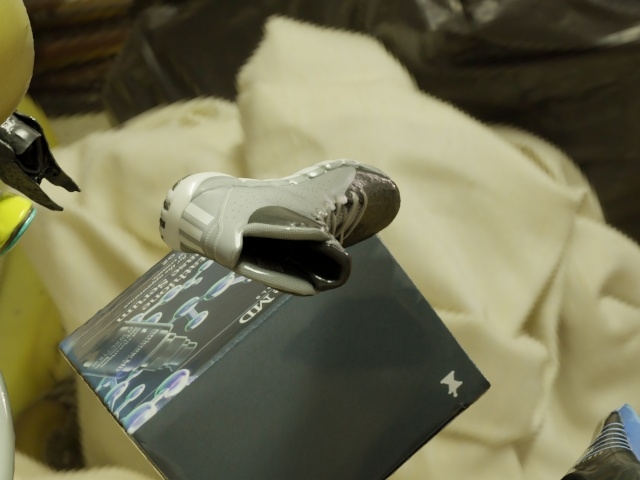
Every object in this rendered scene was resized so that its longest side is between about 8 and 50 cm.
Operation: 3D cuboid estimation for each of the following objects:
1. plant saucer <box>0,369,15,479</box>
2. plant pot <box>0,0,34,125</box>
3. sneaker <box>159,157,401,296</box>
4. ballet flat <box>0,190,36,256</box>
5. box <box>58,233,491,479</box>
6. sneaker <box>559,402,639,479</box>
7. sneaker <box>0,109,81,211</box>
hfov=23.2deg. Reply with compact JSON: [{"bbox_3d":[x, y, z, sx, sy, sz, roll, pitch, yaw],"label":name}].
[{"bbox_3d":[-0.362,0.122,0.793,0.400,0.100,0.400,-5,49,6],"label":"plant saucer"},{"bbox_3d":[-0.183,-0.056,0.551,0.134,0.134,0.095,-5,42,27],"label":"plant pot"},{"bbox_3d":[0.000,0.000,1.198,0.229,0.086,0.132,-8,28,-39],"label":"sneaker"},{"bbox_3d":[-0.372,-0.024,1.768,0.077,0.077,0.231,-55,9,-8],"label":"ballet flat"},{"bbox_3d":[-0.064,0.128,1.591,0.293,0.212,0.395,-40,19,-10],"label":"box"},{"bbox_3d":[0.216,0.182,1.170,0.090,0.081,0.232,-28,-1,4],"label":"sneaker"},{"bbox_3d":[-0.269,-0.098,1.304,0.089,0.170,0.051,16,54,30],"label":"sneaker"}]
